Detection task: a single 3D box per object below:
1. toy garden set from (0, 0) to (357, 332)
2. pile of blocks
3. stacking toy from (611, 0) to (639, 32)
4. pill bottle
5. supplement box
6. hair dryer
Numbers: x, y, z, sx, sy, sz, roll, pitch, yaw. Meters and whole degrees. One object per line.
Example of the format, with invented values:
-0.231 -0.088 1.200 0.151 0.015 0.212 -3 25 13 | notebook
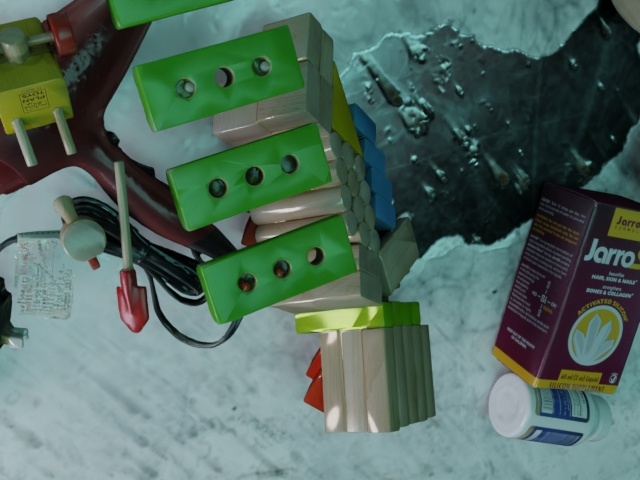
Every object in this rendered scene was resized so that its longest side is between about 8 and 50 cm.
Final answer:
-0.105 -0.061 0.543 0.203 0.049 0.245 -20 104 -18 | toy garden set
0.000 0.000 0.687 0.112 0.149 0.363 -8 106 27 | pile of blocks
0.425 -0.280 0.740 0.330 0.141 0.141 -18 113 -23 | stacking toy
0.241 0.178 0.846 0.120 0.067 0.067 14 102 -24 | pill bottle
0.256 0.047 0.800 0.104 0.081 0.188 8 104 -23 | supplement box
-0.160 -0.056 0.608 0.223 0.080 0.294 -2 111 -24 | hair dryer
